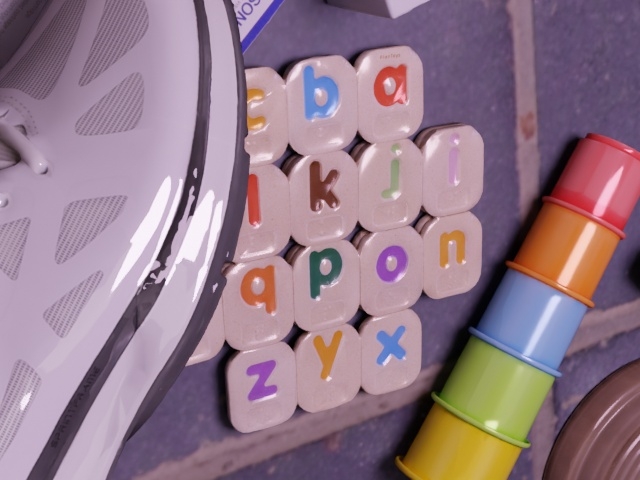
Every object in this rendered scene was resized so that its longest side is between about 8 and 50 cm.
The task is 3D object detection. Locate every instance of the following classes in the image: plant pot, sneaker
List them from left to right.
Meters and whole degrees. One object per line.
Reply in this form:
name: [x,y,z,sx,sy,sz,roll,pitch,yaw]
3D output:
sneaker: [-0.200,0.019,0.533,0.257,0.169,0.447,27,76,-43]
plant pot: [0.332,0.234,1.080,0.237,0.110,0.237,-11,113,-27]

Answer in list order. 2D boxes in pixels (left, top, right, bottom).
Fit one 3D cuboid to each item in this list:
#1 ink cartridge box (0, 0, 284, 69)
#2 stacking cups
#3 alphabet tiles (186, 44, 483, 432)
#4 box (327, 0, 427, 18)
ink cartridge box: [-0.196,-0.203,0.655,0.371,0.069,0.175,40,85,-31]
stacking cups: [0.179,0.068,0.944,0.096,0.096,0.316,29,91,-34]
alphabet tiles: [0.000,0.000,0.863,0.284,0.021,0.277,-13,113,-25]
box: [0.054,-0.252,0.763,0.130,0.091,0.170,-28,118,-20]
